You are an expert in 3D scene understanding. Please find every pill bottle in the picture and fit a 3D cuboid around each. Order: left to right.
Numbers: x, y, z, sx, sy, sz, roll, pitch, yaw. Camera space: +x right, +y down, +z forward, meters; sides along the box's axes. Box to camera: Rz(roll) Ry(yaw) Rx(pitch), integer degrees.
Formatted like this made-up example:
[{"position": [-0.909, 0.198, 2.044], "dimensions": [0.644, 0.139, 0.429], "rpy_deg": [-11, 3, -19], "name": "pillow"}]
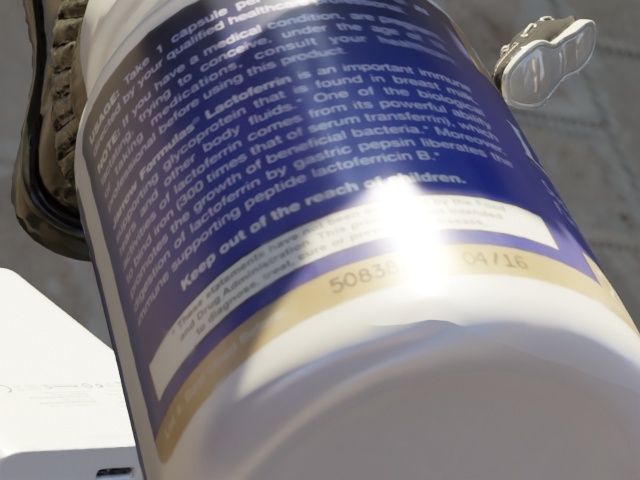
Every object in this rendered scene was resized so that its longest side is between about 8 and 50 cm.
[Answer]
[{"position": [0.000, 0.000, 0.613], "dimensions": [0.153, 0.153, 0.264], "rpy_deg": [18, 30, -30], "name": "pill bottle"}]

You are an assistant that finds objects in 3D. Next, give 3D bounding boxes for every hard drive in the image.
[{"position": [-0.246, 0.102, 1.441], "dimensions": [0.210, 0.040, 0.319], "rpy_deg": [3, 21, -44], "name": "hard drive"}]

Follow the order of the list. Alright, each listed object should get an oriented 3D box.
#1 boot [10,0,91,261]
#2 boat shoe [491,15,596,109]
[{"position": [-0.103, -0.179, 1.182], "dimensions": [0.131, 0.260, 0.348], "rpy_deg": [8, 61, -19], "name": "boot"}, {"position": [0.140, -0.120, 1.220], "dimensions": [0.038, 0.046, 0.125], "rpy_deg": [13, 32, 30], "name": "boat shoe"}]
